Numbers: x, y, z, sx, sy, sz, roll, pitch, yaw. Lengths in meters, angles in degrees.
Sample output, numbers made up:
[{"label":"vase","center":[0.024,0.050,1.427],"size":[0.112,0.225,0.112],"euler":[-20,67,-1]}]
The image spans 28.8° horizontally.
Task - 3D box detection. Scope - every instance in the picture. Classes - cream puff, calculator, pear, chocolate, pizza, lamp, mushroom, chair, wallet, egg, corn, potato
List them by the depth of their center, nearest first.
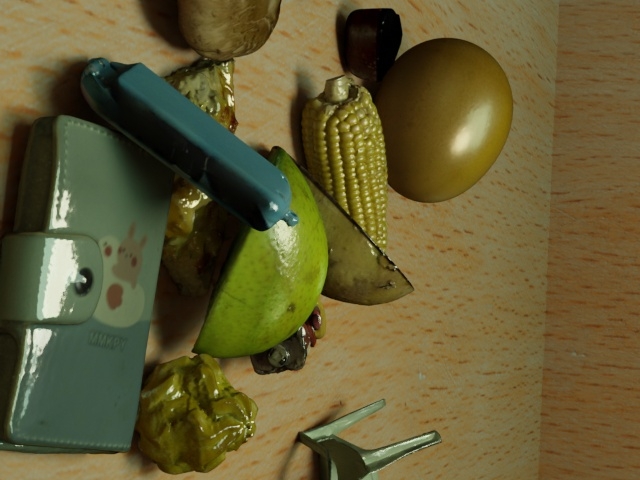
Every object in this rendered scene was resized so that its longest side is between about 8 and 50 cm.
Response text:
[{"label":"wallet","center":[-0.251,0.052,1.335],"size":[0.252,0.083,0.360],"euler":[20,76,-64]},{"label":"calculator","center":[-0.141,-0.108,1.394],"size":[0.051,0.293,0.173],"euler":[-51,-172,11]},{"label":"cream puff","center":[-0.150,0.218,1.542],"size":[0.121,0.156,0.156],"euler":[-76,162,-73]},{"label":"pizza","center":[-0.157,-0.096,1.566],"size":[0.223,0.089,0.323],"euler":[29,64,-69]},{"label":"mushroom","center":[-0.109,-0.361,1.574],"size":[0.278,0.146,0.278],"euler":[6,90,-74]},{"label":"pear","center":[-0.051,0.000,1.611],"size":[0.288,0.139,0.239],"euler":[-73,180,-49]},{"label":"lamp","center":[-0.049,0.121,1.817],"size":[0.253,0.118,0.118],"euler":[-60,149,-82]},{"label":"potato","center":[0.000,0.000,1.838],"size":[0.299,0.116,0.239],"euler":[48,2,-5]},{"label":"corn","center":[0.044,-0.100,1.998],"size":[0.130,0.130,0.347],"euler":[-52,140,-55]},{"label":"chair","center":[0.063,0.400,2.031],"size":[0.275,0.190,0.203],"euler":[-16,108,-37]},{"label":"chocolate","center":[0.082,-0.337,2.139],"size":[0.149,0.080,0.125],"euler":[0,103,-75]},{"label":"egg","center":[0.213,-0.215,2.244],"size":[0.322,0.250,0.250],"euler":[-66,150,-26]}]
